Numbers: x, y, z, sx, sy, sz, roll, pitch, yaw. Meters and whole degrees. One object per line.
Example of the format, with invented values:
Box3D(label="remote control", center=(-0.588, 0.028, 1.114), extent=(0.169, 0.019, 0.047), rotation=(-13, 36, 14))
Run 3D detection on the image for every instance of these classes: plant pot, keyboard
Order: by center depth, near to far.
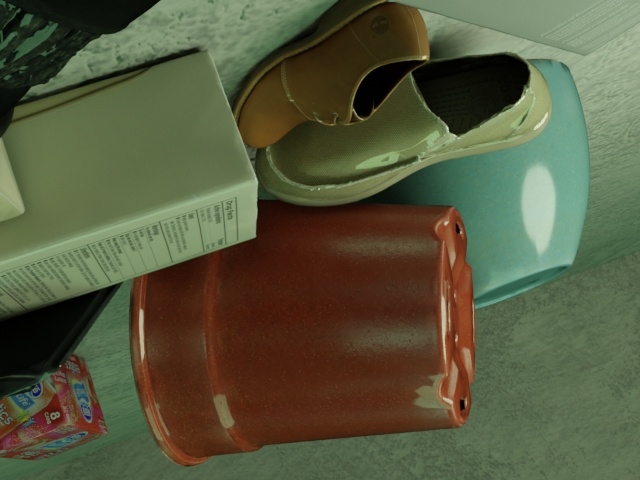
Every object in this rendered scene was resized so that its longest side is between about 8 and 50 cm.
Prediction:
Box3D(label="keyboard", center=(-0.264, 0.066, 0.874), extent=(0.202, 0.033, 0.317), rotation=(-12, -162, 10))
Box3D(label="plant pot", center=(0.001, 0.074, 0.956), extent=(0.265, 0.272, 0.272), rotation=(-3, 172, 16))
Box3D(label="plant pot", center=(0.171, -0.037, 1.105), extent=(0.290, 0.195, 0.290), rotation=(-20, 167, -5))

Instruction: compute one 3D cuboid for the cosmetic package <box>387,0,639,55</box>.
Box3D(label="cosmetic package", center=(0.112, -0.187, 0.557), extent=(0.107, 0.127, 0.238), rotation=(-31, 162, 36))

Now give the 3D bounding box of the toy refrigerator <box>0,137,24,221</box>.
Box3D(label="toy refrigerator", center=(-0.331, -0.025, 0.618), extent=(0.270, 0.094, 0.102), rotation=(-18, 174, -7))

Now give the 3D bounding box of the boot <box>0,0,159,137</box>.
Box3D(label="boot", center=(-0.185, -0.123, 0.348), extent=(0.260, 0.131, 0.348), rotation=(-27, 171, 34))

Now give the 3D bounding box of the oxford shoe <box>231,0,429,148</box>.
Box3D(label="oxford shoe", center=(0.001, -0.115, 0.795), extent=(0.076, 0.076, 0.212), rotation=(-11, 165, -42))

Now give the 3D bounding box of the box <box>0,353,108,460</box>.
Box3D(label="box", center=(-0.405, 0.237, 1.481), extent=(0.123, 0.128, 0.257), rotation=(-20, 166, -4))

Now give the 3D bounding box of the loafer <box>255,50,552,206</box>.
Box3D(label="loafer", center=(0.069, -0.109, 0.882), extent=(0.269, 0.101, 0.092), rotation=(-18, 157, -1))

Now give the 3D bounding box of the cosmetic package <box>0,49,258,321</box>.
Box3D(label="cosmetic package", center=(-0.209, -0.022, 0.767), extent=(0.310, 0.113, 0.160), rotation=(-19, 167, -10))
